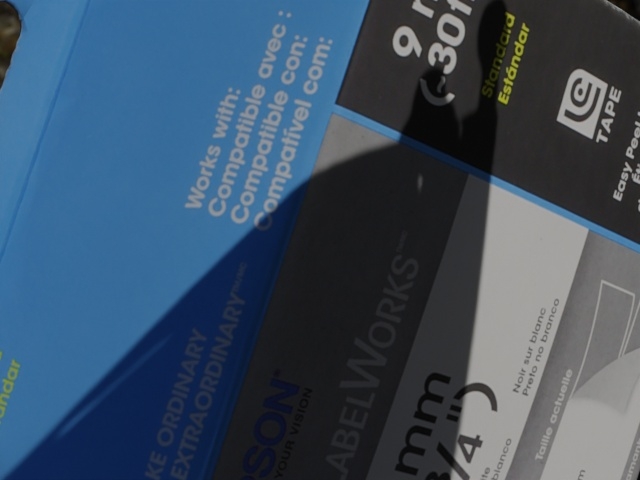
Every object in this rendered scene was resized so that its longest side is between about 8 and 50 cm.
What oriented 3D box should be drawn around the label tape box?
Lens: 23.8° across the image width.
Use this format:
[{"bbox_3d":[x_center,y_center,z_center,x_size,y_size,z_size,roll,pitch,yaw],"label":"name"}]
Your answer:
[{"bbox_3d":[0.000,0.000,0.562,0.334,0.240,0.106,21,-4,-40],"label":"label tape box"}]
